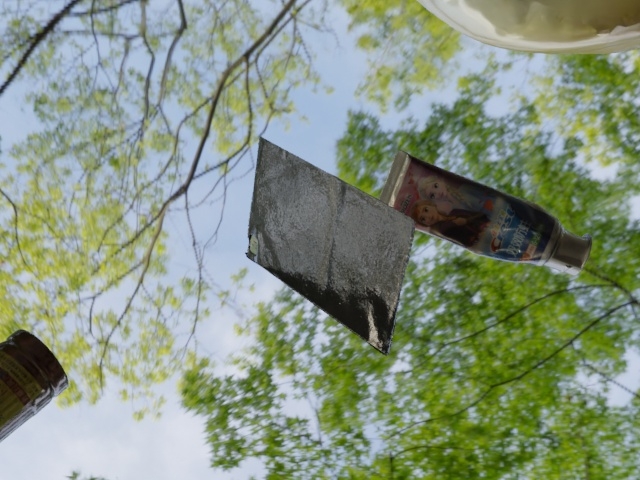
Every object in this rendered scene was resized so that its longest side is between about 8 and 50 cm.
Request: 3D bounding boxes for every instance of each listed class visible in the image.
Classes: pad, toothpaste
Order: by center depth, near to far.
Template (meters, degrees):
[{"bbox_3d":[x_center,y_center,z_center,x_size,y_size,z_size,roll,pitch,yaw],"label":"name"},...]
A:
[{"bbox_3d":[0.000,0.000,0.723,0.004,0.193,0.116,-12,-59,-38],"label":"pad"},{"bbox_3d":[0.205,-0.026,1.129,0.266,0.061,0.096,20,-65,0],"label":"toothpaste"}]

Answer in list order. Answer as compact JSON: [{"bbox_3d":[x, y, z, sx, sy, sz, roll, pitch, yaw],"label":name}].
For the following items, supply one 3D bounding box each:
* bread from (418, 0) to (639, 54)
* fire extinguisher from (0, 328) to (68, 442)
[{"bbox_3d":[0.155,-0.319,0.522,0.328,0.245,0.424,-5,-86,21],"label":"bread"},{"bbox_3d":[-0.338,0.194,0.797,0.075,0.106,0.252,20,-132,34],"label":"fire extinguisher"}]
